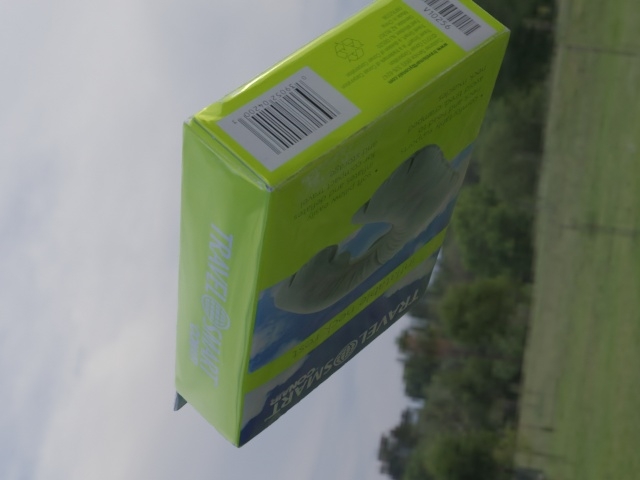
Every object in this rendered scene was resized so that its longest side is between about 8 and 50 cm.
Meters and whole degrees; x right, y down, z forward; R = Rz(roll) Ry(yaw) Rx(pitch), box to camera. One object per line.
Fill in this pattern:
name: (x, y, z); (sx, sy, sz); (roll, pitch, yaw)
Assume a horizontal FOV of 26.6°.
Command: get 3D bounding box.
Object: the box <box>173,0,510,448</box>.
box: (0.000, 0.000, 0.481); (0.109, 0.042, 0.178); (-36, -24, -28)
